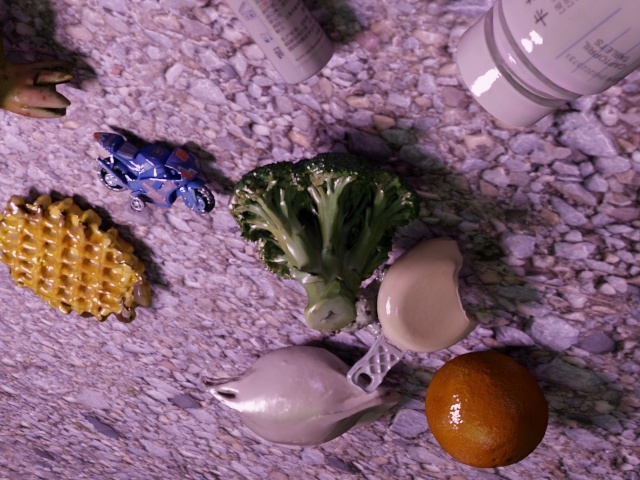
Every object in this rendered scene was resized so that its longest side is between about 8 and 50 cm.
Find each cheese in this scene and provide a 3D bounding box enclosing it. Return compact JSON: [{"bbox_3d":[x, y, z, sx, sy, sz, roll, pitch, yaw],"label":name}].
[{"bbox_3d":[0.124,0.111,1.446,0.248,0.071,0.163,-31,104,2],"label":"cheese"}]

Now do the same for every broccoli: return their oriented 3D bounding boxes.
[{"bbox_3d":[0.000,0.000,1.344,0.269,0.269,0.254,24,133,-1],"label":"broccoli"}]

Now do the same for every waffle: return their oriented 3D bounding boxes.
[{"bbox_3d":[-0.451,0.039,1.750,0.329,0.062,0.329,12,138,11],"label":"waffle"}]

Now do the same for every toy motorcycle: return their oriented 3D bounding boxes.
[{"bbox_3d":[-0.258,-0.105,1.501,0.205,0.076,0.114,16,130,12],"label":"toy motorcycle"}]

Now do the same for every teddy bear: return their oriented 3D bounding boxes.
[{"bbox_3d":[0.093,0.102,1.532,0.213,0.133,0.111,1,-176,-8],"label":"teddy bear"}]

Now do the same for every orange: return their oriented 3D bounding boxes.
[{"bbox_3d":[0.273,0.278,1.578,0.206,0.206,0.206,13,139,12],"label":"orange"}]

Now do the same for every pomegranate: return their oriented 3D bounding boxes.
[{"bbox_3d":[-0.511,-0.237,1.380,0.301,0.236,0.236,11,147,-28],"label":"pomegranate"}]

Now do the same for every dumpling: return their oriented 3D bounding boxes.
[{"bbox_3d":[-0.026,0.294,1.764,0.341,0.181,0.260,-21,151,5],"label":"dumpling"}]

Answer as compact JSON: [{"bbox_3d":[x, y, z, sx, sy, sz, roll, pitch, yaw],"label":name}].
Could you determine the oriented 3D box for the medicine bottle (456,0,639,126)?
[{"bbox_3d":[0.287,-0.251,1.012,0.170,0.170,0.293,36,140,-14],"label":"medicine bottle"}]

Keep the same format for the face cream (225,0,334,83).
[{"bbox_3d":[-0.085,-0.317,1.182,0.082,0.082,0.269,-15,126,36],"label":"face cream"}]
